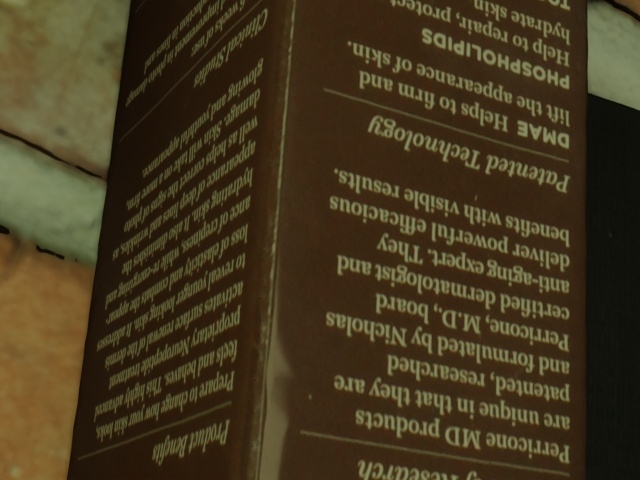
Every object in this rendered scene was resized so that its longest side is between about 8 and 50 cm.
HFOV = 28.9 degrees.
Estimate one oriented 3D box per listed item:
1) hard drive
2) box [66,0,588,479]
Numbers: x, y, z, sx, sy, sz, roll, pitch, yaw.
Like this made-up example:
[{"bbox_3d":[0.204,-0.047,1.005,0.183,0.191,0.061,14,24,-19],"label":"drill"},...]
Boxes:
[{"bbox_3d":[0.108,0.034,0.625,0.172,0.054,0.255,15,69,-25],"label":"hard drive"},{"bbox_3d":[0.000,0.000,0.496,0.143,0.191,0.381,15,69,-25],"label":"box"}]
